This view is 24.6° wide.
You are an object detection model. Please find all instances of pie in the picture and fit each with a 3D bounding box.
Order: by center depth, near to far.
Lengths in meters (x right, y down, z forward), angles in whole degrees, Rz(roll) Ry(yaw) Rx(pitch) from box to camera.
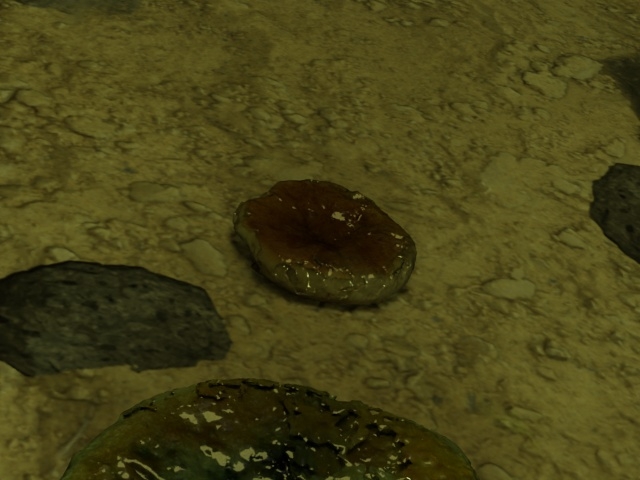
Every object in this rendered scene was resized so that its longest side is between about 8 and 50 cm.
[{"bbox_3d":[-0.039,0.211,1.091,0.296,0.078,0.371,33,36,32],"label":"pie"},{"bbox_3d":[0.000,0.000,1.488,0.195,0.046,0.195,9,31,-6],"label":"pie"}]
